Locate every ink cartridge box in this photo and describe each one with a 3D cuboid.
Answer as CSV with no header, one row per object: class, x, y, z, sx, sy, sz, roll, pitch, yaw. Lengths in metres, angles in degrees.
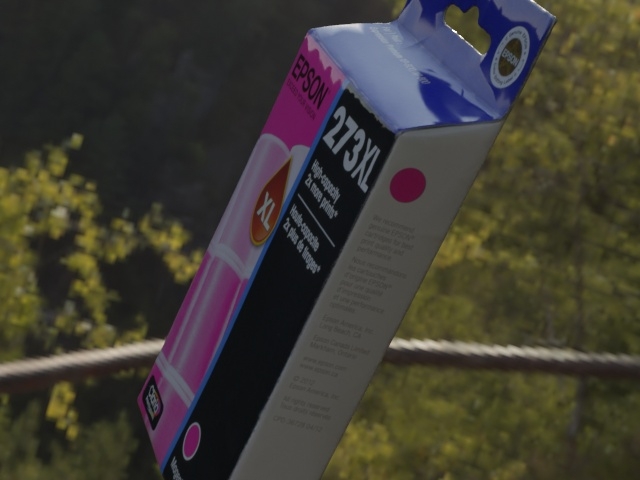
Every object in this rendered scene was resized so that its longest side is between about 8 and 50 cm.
ink cartridge box,0.000,0.000,0.840,0.069,0.371,0.176,20,18,-26
